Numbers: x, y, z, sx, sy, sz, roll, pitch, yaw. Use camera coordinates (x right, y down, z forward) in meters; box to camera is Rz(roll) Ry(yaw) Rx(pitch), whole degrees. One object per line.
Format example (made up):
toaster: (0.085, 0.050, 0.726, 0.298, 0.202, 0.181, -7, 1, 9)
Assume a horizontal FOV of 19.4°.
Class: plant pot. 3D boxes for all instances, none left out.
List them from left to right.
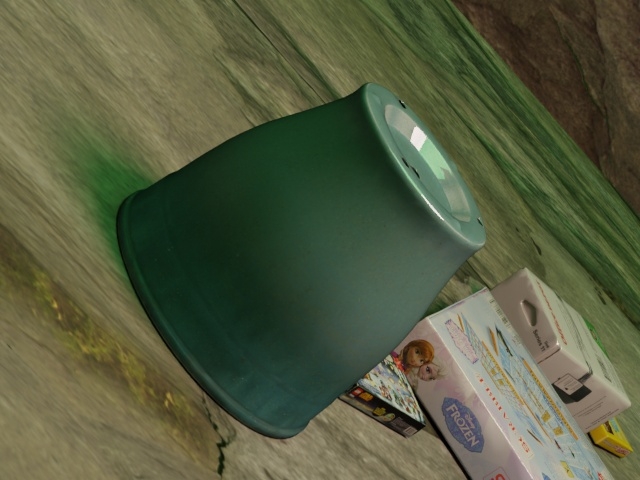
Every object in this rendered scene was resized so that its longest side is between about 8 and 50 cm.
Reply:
plant pot: (0.000, 0.000, 1.704, 0.271, 0.255, 0.272, 48, 19, -22)

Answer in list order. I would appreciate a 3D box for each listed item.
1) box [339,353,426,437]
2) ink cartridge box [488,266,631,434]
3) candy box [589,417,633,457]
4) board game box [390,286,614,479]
box: (0.052, 0.143, 1.956, 0.137, 0.027, 0.094, 34, 26, -48)
ink cartridge box: (0.316, 0.151, 2.541, 0.208, 0.087, 0.153, 38, 24, -44)
candy box: (0.378, 0.212, 2.692, 0.105, 0.027, 0.206, 34, 27, -56)
board game box: (0.225, 0.218, 2.208, 0.319, 0.066, 0.318, 57, 17, 6)
